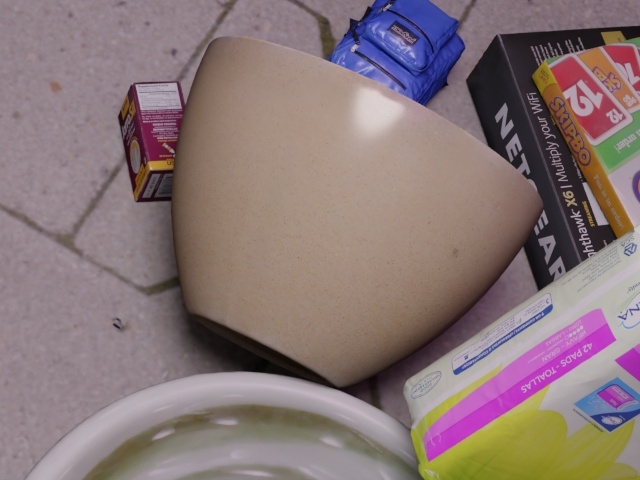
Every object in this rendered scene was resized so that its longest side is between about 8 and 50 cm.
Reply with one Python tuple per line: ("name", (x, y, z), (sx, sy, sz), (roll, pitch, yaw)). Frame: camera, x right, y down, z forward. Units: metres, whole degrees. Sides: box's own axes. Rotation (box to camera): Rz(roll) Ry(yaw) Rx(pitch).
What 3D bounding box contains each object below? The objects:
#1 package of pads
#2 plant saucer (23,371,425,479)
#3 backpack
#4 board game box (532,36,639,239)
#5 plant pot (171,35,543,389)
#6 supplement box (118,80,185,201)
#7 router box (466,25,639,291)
("package of pads", (0.226, 0.142, 1.216), (0.296, 0.229, 0.101), (35, 29, -36))
("plant saucer", (-0.046, 0.290, 1.169), (0.400, 0.100, 0.400), (10, 58, -16))
("backpack", (0.056, -0.155, 1.459), (0.098, 0.101, 0.120), (35, 60, 9))
("board game box", (0.289, -0.051, 1.427), (0.124, 0.039, 0.259), (-15, 71, -25))
("plant pot", (0.000, 0.000, 1.275), (0.284, 0.284, 0.191), (27, 82, -4))
("supplement box", (-0.132, -0.081, 1.374), (0.043, 0.055, 0.083), (-3, 63, -22))
("router box", (0.291, -0.042, 1.490), (0.243, 0.081, 0.309), (-5, 64, -23))
